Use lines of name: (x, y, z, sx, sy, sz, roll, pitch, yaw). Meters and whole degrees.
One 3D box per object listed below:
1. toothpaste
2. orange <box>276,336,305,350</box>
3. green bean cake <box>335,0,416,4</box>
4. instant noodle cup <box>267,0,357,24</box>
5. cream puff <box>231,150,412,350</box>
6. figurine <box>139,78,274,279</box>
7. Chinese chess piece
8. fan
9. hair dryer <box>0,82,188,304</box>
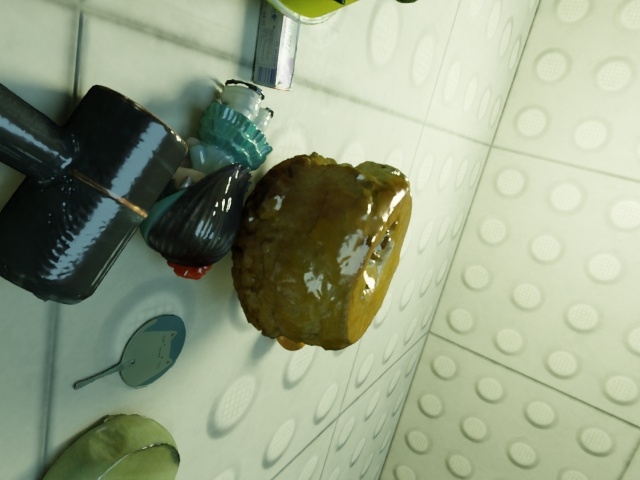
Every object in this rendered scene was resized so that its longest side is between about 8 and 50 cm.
toothpaste: (-0.052, -0.306, 0.599, 0.047, 0.040, 0.196, -22, 128, -57)
orange: (-0.057, 0.187, 0.921, 0.083, 0.070, 0.083, 16, 90, -78)
green bean cake: (-0.042, -0.333, 0.274, 0.218, 0.335, 0.319, -30, 130, -52)
instant noodle cup: (0.043, -0.387, 0.474, 0.264, 0.200, 0.264, -15, 109, -50)
cream puff: (0.000, 0.000, 0.708, 0.343, 0.231, 0.327, -56, 154, -30)
figurine: (-0.129, -0.076, 0.560, 0.138, 0.110, 0.246, 61, 48, -61)
Chinese chess piece: (-0.285, 0.332, 0.606, 0.188, 0.083, 0.188, -40, 144, -38)
fan: (-0.253, 0.164, 0.614, 0.175, 0.005, 0.113, -17, 124, -57)
hair dryer: (-0.272, -0.089, 0.319, 0.189, 0.107, 0.352, -61, 144, -10)
